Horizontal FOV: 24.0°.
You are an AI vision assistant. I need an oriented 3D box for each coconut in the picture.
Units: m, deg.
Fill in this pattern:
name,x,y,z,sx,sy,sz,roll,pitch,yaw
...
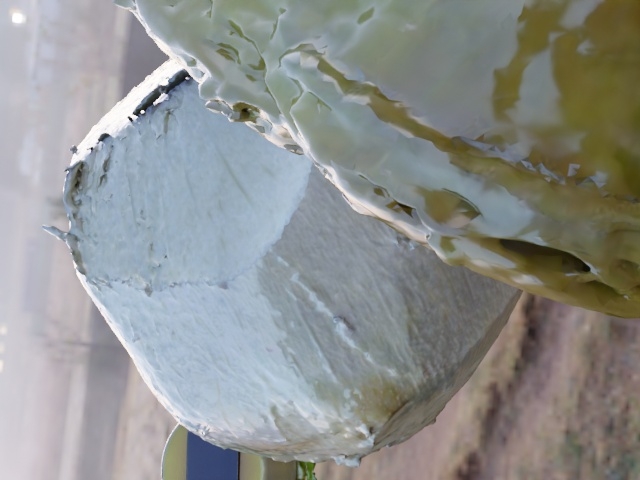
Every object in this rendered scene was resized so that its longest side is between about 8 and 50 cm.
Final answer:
name,x,y,z,sx,sy,sz,roll,pitch,yaw
coconut,0.000,0.000,1.167,0.346,0.360,0.346,-36,15,11

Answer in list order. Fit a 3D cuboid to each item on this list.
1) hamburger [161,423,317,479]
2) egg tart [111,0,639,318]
name,x,y,z,sx,sy,sz,roll,pitch,yaw
hamburger,-0.069,0.201,1.327,0.081,0.141,0.126,13,-121,-59
egg tart,0.101,-0.106,0.594,0.351,0.339,0.153,52,130,40
